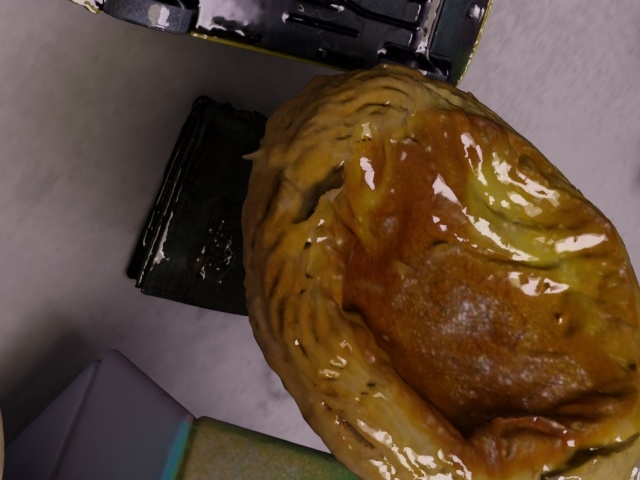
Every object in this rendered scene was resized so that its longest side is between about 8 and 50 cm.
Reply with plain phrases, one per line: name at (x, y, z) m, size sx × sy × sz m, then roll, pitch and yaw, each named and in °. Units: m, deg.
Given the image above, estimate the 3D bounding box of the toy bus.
toy bus at (-0.030, -0.209, 0.875) m, size 0.331 × 0.151 × 0.145 m, roll 8°, pitch 104°, yaw -35°

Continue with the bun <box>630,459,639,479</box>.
bun at (0.378, 0.272, 1.366) m, size 0.237 × 0.116 × 0.210 m, roll -42°, pitch 127°, yaw -12°

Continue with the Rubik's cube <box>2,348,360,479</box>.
Rubik's cube at (-0.109, 0.292, 0.880) m, size 0.387 × 0.368 × 0.358 m, roll -46°, pitch 140°, yaw -11°

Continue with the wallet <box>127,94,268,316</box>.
wallet at (0.000, 0.000, 1.048) m, size 0.317 × 0.044 × 0.169 m, roll 18°, pitch 100°, yaw -37°

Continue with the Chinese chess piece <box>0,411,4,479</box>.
Chinese chess piece at (-0.324, 0.137, 0.762) m, size 0.250 × 0.250 × 0.103 m, roll -57°, pitch 164°, yaw -1°

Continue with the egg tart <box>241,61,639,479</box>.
egg tart at (0.077, 0.047, 0.834) m, size 0.352 × 0.150 × 0.352 m, roll 19°, pitch 55°, yaw -30°
